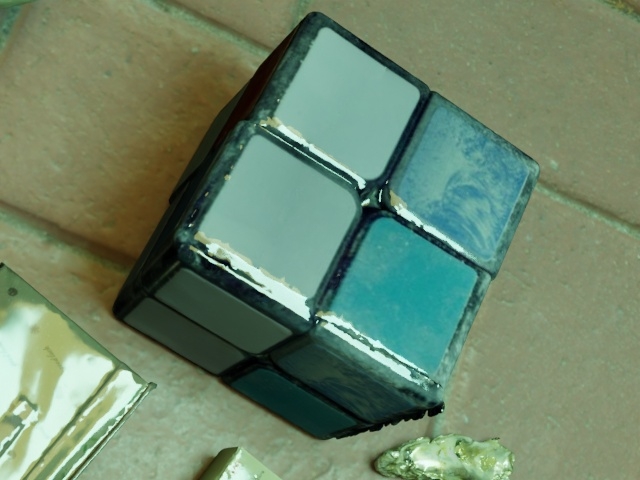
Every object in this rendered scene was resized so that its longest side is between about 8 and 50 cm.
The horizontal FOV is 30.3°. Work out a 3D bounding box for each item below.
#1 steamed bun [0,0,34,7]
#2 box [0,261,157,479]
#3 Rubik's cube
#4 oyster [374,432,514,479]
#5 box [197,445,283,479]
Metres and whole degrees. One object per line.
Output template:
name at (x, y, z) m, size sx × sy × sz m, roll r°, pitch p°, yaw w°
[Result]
steamed bun at (-0.439, -0.423, 1.274) m, size 0.352 × 0.247 × 0.339 m, roll 7°, pitch 88°, yaw -30°
box at (-0.345, 0.205, 1.139) m, size 0.190 × 0.225 × 0.297 m, roll 43°, pitch 62°, yaw -7°
Rubik's cube at (0.000, 0.000, 1.293) m, size 0.318 × 0.316 × 0.313 m, roll 33°, pitch 65°, yaw -12°
oyster at (0.161, 0.272, 1.436) m, size 0.200 × 0.061 × 0.106 m, roll 31°, pitch 48°, yaw -14°
box at (-0.098, 0.356, 1.270) m, size 0.168 × 0.095 × 0.212 m, roll 41°, pitch 63°, yaw -8°
